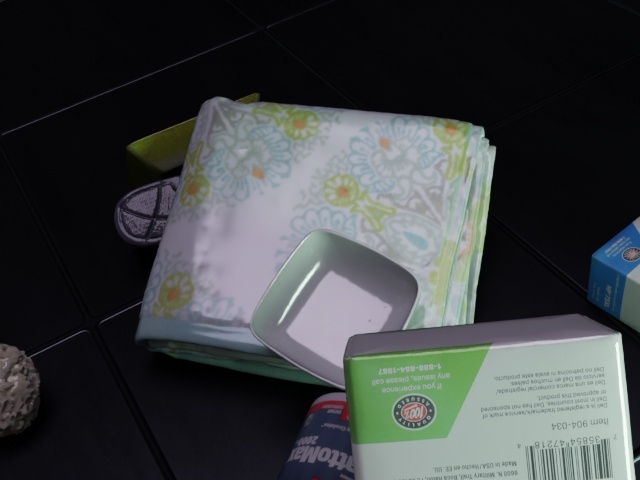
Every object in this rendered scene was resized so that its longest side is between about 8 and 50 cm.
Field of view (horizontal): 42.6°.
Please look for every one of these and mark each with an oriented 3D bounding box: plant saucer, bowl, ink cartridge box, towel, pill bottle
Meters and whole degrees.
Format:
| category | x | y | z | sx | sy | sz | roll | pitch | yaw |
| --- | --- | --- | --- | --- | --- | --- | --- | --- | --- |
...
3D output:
| category | x | y | z | sx | sy | sz | roll | pitch | yaw |
| --- | --- | --- | --- | --- | --- | --- | --- | --- | --- |
| plant saucer | -0.169 | -0.118 | 1.127 | 0.188 | 0.188 | 0.045 | -25 | 84 | -16 |
| bowl | 0.019 | 0.073 | 0.821 | 0.142 | 0.053 | 0.142 | 27 | 73 | 21 |
| ink cartridge box | 0.129 | 0.205 | 0.629 | 0.198 | 0.273 | 0.115 | -5 | 2 | 4 |
| ink cartridge box | 0.418 | 0.063 | 0.866 | 0.134 | 0.078 | 0.231 | -33 | 48 | -22 |
| towel | 0.000 | 0.000 | 0.938 | 0.374 | 0.090 | 0.321 | 8 | 66 | 13 |
| pill bottle | 0.009 | 0.238 | 0.737 | 0.107 | 0.108 | 0.180 | 10 | 47 | 20 |

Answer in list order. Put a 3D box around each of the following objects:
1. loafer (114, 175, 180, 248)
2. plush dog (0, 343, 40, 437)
| category | x | y | z | sx | sy | sz | roll | pitch | yaw |
| --- | --- | --- | --- | --- | --- | --- | --- | --- | --- |
| loafer | -0.112 | -0.048 | 1.074 | 0.302 | 0.095 | 0.109 | -11 | 77 | -5 |
| plush dog | -0.449 | 0.198 | 0.828 | 0.262 | 0.211 | 0.226 | 1 | 67 | 11 |
